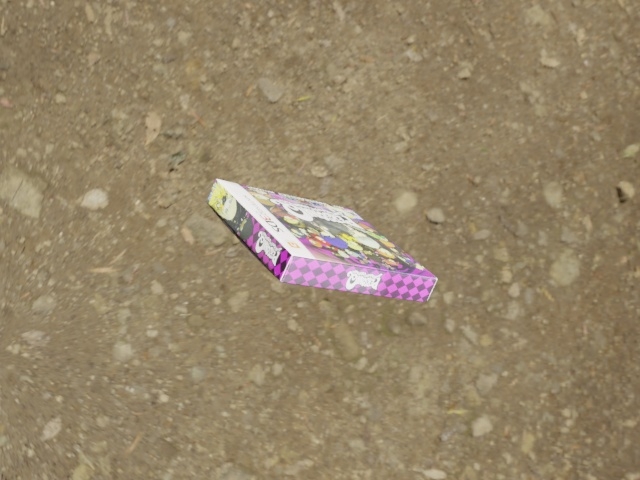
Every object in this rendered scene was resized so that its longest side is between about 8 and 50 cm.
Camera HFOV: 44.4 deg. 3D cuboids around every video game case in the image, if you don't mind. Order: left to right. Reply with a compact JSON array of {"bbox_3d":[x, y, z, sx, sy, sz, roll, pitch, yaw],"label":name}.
[{"bbox_3d":[0.000,0.000,0.988,0.232,0.210,0.042,11,111,-37],"label":"video game case"}]
